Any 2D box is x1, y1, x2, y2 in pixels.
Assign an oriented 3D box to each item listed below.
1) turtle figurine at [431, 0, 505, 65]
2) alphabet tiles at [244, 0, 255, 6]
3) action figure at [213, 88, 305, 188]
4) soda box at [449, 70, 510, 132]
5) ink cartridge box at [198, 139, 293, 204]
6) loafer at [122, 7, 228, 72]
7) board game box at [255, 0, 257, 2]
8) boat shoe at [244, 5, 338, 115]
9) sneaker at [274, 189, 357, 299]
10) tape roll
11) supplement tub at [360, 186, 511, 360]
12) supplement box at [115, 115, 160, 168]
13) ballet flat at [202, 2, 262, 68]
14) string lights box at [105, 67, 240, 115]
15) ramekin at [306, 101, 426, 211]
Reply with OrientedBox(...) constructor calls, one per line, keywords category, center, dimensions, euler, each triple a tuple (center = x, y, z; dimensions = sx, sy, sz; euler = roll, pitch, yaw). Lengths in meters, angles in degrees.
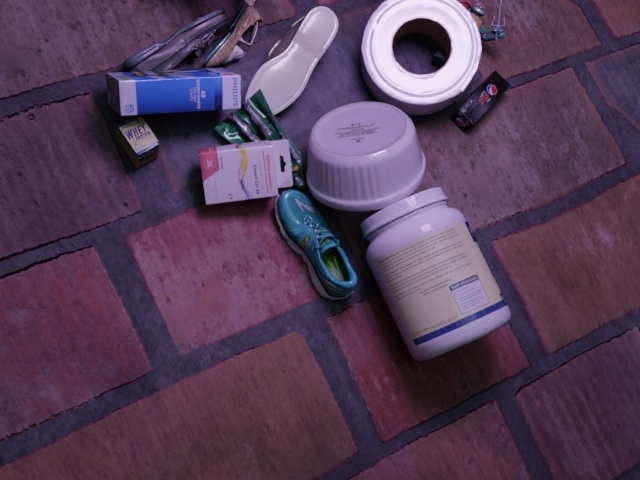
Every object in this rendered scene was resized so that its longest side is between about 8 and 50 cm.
OrientedBox(category="turtle figurine", center=(0.378, -0.536, 1.939), dimensions=(0.175, 0.118, 0.234), euler=(24, 84, 7))
OrientedBox(category="alphabet tiles", center=(-0.169, -0.663, 1.674), dimensions=(0.198, 0.009, 0.237), euler=(43, 58, -32))
OrientedBox(category="action figure", center=(-0.111, -0.208, 1.712), dimensions=(0.137, 0.063, 0.232), euler=(-41, 99, 5))
OrientedBox(category="soda box", center=(0.402, -0.350, 1.924), dimensions=(0.060, 0.053, 0.169), euler=(45, 68, -1))
OrientedBox(category="ink cartridge box", center=(-0.158, -0.151, 1.653), dimensions=(0.198, 0.067, 0.115), euler=(-9, 108, -8))
OrientedBox(category="loafer", center=(-0.315, -0.431, 1.729), dimensions=(0.268, 0.096, 0.084), euler=(-34, 106, -15))
OrientedBox(category="board game box", center=(-0.270, -0.717, 1.785), dimensions=(0.291, 0.141, 0.231), euler=(5, 73, -15))
OrientedBox(category="boat shoe", center=(-0.073, -0.407, 1.775), dimensions=(0.109, 0.091, 0.305), euler=(38, 86, -18))
OrientedBox(category="sneaker", center=(0.000, 0.000, 1.674), dimensions=(0.107, 0.110, 0.275), euler=(-31, 84, -22))
OrientedBox(category="tape roll", center=(0.239, -0.448, 1.833), dimensions=(0.287, 0.100, 0.285), euler=(0, 84, 1))
OrientedBox(category="supplement tub", center=(0.242, 0.072, 1.656), dimensions=(0.236, 0.235, 0.324), euler=(-21, 82, -21))
OrientedBox(category="supplement box", center=(-0.391, -0.211, 1.634), dimensions=(0.056, 0.083, 0.083), euler=(-34, 86, -22))
OrientedBox(category="ballet flat", center=(-0.196, -0.465, 1.776), dimensions=(0.067, 0.073, 0.206), euler=(37, 71, -19))
OrientedBox(category="string lights box", center=(-0.315, -0.321, 1.641), dimensions=(0.260, 0.133, 0.076), euler=(-9, 112, -25))
OrientedBox(category="ramekin", center=(0.093, -0.194, 1.674), dimensions=(0.273, 0.127, 0.272), euler=(-7, 42, 6))
